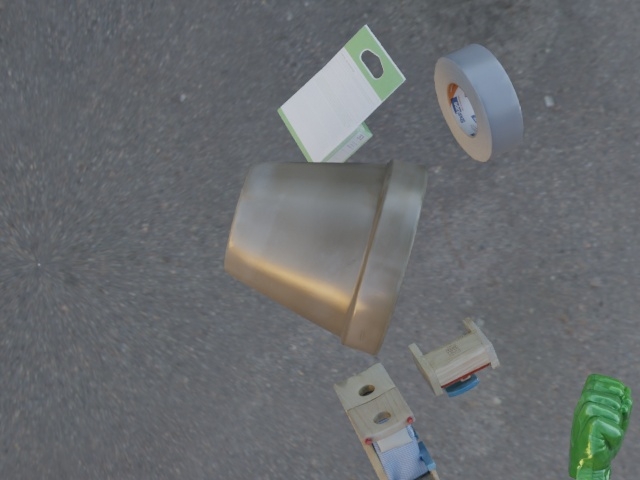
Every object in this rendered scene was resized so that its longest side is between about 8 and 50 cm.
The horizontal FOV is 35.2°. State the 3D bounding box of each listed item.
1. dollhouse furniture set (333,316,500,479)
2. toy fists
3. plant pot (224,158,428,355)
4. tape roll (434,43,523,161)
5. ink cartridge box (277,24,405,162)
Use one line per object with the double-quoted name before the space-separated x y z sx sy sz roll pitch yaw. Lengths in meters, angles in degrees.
"dollhouse furniture set" 0.135 0.207 1.177 0.184 0.129 0.129 -26 115 -3
"toy fists" 0.501 0.324 1.793 0.096 0.279 0.142 5 98 21
"plant pot" 0.000 0.000 1.654 0.280 0.323 0.323 14 85 1
"tape roll" 0.304 -0.265 1.952 0.072 0.219 0.219 -26 95 -11
"ink cartridge box" 0.046 -0.254 1.841 0.235 0.171 0.056 -41 143 16
